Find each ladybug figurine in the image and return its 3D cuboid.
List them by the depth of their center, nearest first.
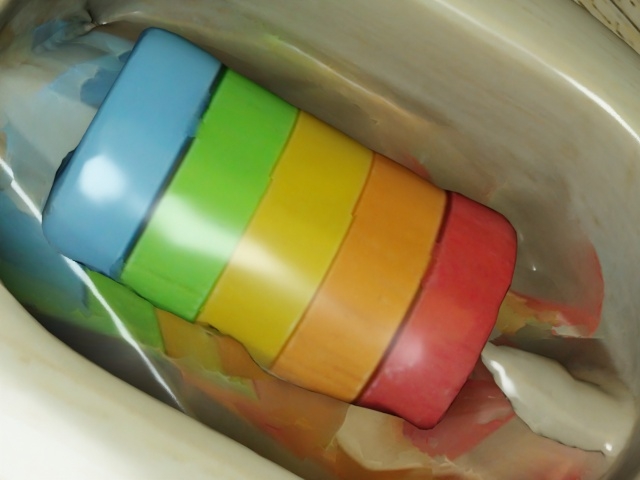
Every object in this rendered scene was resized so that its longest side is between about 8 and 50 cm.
[{"bbox_3d":[-0.028,0.017,0.668,0.449,0.162,0.305,32,58,-4],"label":"ladybug figurine"}]
